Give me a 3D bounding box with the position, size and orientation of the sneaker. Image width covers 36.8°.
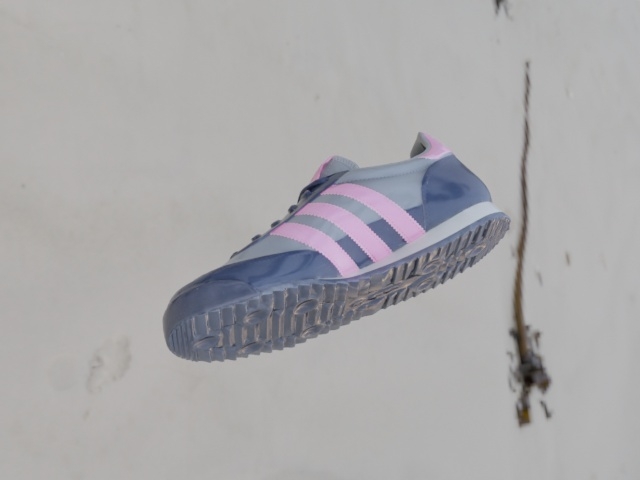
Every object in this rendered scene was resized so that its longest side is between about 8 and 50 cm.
[{"bbox_3d":[0.000,0.000,0.815,0.318,0.112,0.131,-18,62,-26],"label":"sneaker"}]
